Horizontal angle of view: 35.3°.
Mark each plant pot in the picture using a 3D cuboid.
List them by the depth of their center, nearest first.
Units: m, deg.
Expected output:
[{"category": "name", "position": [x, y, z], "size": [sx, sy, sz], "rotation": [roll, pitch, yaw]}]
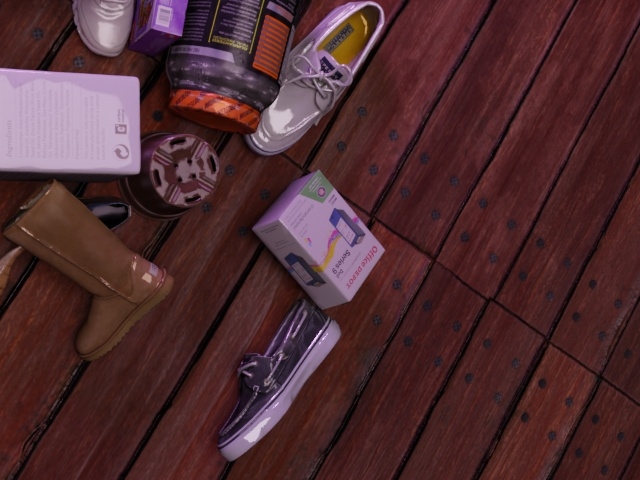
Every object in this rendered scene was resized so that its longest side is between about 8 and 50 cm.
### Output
[{"category": "plant pot", "position": [-0.257, -0.118, 1.757], "size": [0.167, 0.165, 0.166], "rotation": [0, 89, -24]}]

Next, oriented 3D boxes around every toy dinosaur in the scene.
[{"category": "toy dinosaur", "position": [-0.549, 0.061, 1.693], "size": [0.112, 0.064, 0.211], "rotation": [26, 95, -31]}]

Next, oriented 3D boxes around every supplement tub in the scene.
[{"category": "supplement tub", "position": [-0.150, -0.371, 1.768], "size": [0.207, 0.207, 0.338], "rotation": [17, 84, -23]}]

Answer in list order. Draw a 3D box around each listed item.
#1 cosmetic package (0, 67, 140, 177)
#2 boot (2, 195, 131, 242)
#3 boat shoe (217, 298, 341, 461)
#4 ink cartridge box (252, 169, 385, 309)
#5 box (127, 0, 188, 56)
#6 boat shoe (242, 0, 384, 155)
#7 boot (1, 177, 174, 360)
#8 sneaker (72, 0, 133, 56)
[{"category": "cosmetic package", "position": [-0.535, -0.180, 1.603], "size": [0.453, 0.230, 0.161], "rotation": [-1, 90, -24]}, {"category": "boot", "position": [-0.427, -0.039, 1.715], "size": [0.219, 0.106, 0.082], "rotation": [-14, 96, -23]}, {"category": "boat shoe", "position": [-0.100, 0.251, 1.867], "size": [0.119, 0.121, 0.335], "rotation": [43, 63, -10]}, {"category": "ink cartridge box", "position": [0.000, 0.000, 1.887], "size": [0.212, 0.093, 0.154], "rotation": [51, 51, -17]}, {"category": "box", "position": [-0.262, -0.480, 1.733], "size": [0.057, 0.201, 0.293], "rotation": [11, 86, -22]}, {"category": "boat shoe", "position": [0.002, -0.308, 1.871], "size": [0.136, 0.156, 0.367], "rotation": [46, 73, -17]}, {"category": "boot", "position": [-0.415, 0.053, 1.678], "size": [0.236, 0.089, 0.269], "rotation": [-43, 118, 12]}, {"category": "sneaker", "position": [-0.362, -0.466, 1.737], "size": [0.110, 0.118, 0.292], "rotation": [4, 90, -25]}]
